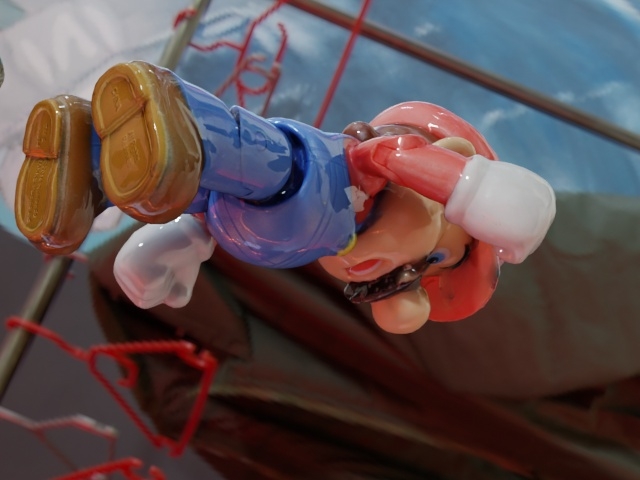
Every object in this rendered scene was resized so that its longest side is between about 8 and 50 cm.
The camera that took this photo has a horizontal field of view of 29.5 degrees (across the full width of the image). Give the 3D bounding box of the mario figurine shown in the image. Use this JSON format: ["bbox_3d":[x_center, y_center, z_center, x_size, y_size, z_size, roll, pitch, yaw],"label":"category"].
[{"bbox_3d":[0.000,0.000,0.695,0.198,0.321,0.170,35,111,44],"label":"mario figurine"}]

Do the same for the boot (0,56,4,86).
[{"bbox_3d":[-0.356,-0.057,0.793,0.269,0.236,0.089,-54,30,41],"label":"boot"}]
